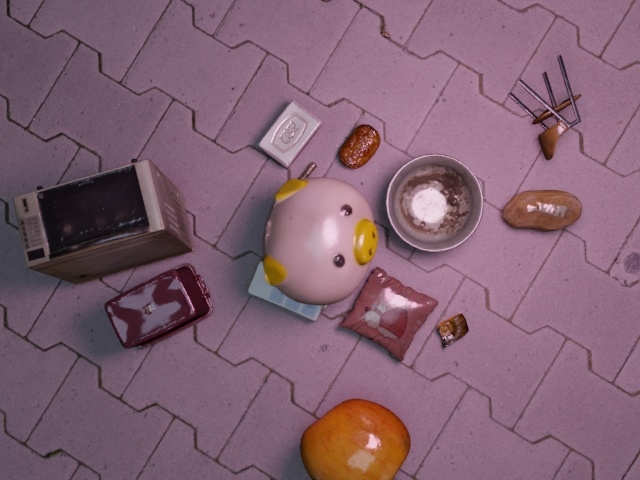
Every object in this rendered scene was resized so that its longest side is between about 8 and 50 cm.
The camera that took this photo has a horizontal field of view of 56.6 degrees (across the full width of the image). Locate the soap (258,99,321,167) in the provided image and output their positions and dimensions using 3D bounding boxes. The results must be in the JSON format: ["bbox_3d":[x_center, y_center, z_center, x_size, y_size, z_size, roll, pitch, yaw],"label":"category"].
[{"bbox_3d":[-0.096,-0.332,1.865,0.121,0.064,0.183,37,91,1],"label":"soap"}]

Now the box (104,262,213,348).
[{"bbox_3d":[-0.497,0.203,1.812,0.294,0.167,0.193,-27,85,1],"label":"box"}]

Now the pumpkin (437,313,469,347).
[{"bbox_3d":[0.407,0.276,1.840,0.101,0.035,0.073,-28,98,-2],"label":"pumpkin"}]

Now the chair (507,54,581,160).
[{"bbox_3d":[0.693,-0.390,1.787,0.172,0.159,0.246,-32,86,4],"label":"chair"}]

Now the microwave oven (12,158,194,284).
[{"bbox_3d":[-0.624,-0.059,1.742,0.395,0.333,0.247,-16,76,1],"label":"microwave oven"}]

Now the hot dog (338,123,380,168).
[{"bbox_3d":[0.122,-0.292,1.854,0.099,0.065,0.147,36,101,3],"label":"hot dog"}]

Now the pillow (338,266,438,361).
[{"bbox_3d":[0.208,0.225,1.822,0.236,0.084,0.223,29,91,5],"label":"pillow"}]

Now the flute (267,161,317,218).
[{"bbox_3d":[-0.089,-0.153,1.877,0.027,0.027,0.233,38,90,3],"label":"flute"}]

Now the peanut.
[{"bbox_3d":[0.668,-0.090,1.797,0.225,0.129,0.129,4,88,12],"label":"peanut"}]

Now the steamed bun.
[{"bbox_3d":[-0.004,0.001,1.723,0.334,0.334,0.373,7,80,3],"label":"steamed bun"}]

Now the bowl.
[{"bbox_3d":[0.334,-0.109,1.798,0.290,0.146,0.289,0,90,1],"label":"bowl"}]

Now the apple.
[{"bbox_3d":[0.097,0.600,1.716,0.275,0.299,0.299,39,90,17],"label":"apple"}]

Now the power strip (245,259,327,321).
[{"bbox_3d":[-0.103,0.156,1.857,0.271,0.046,0.117,22,89,4],"label":"power strip"}]
